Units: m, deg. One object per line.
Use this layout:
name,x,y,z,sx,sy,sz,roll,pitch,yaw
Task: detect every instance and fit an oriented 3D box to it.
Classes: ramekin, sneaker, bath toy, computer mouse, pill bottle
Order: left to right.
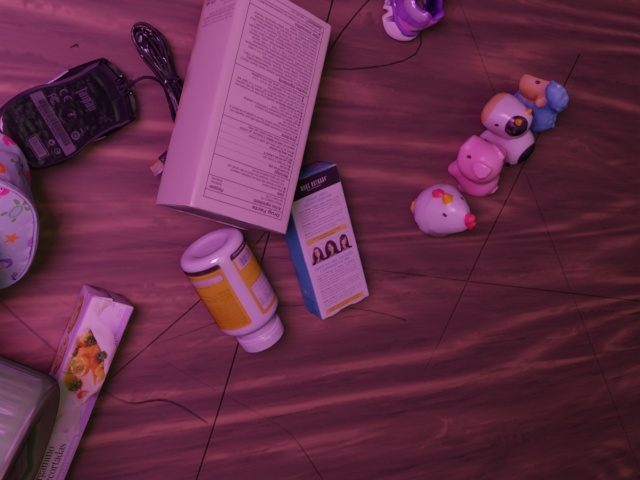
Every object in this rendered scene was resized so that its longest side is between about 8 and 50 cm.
ramekin,-0.415,0.263,0.715,0.148,0.303,0.303,20,92,-9
computer mouse,-0.286,-0.153,0.859,0.262,0.060,0.184,-43,120,-25
pill bottle,-0.128,0.079,0.979,0.103,0.103,0.184,-35,117,-19
sneaker,0.158,-0.444,1.021,0.095,0.105,0.236,-12,107,-27
bath toy,0.306,-0.146,1.169,0.348,0.129,0.151,-48,121,-11

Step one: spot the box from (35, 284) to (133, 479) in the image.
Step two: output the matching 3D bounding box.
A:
box,-0.357,0.224,0.900,0.063,0.067,0.323,22,91,-32

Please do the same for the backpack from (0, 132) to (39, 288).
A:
backpack,-0.445,-0.019,0.704,0.254,0.191,0.225,-6,139,-35

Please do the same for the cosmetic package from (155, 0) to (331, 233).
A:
cosmetic package,-0.103,-0.177,0.889,0.160,0.113,0.309,18,83,-39

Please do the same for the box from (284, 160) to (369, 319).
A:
box,0.000,0.000,1.060,0.101,0.060,0.244,-25,114,-24
